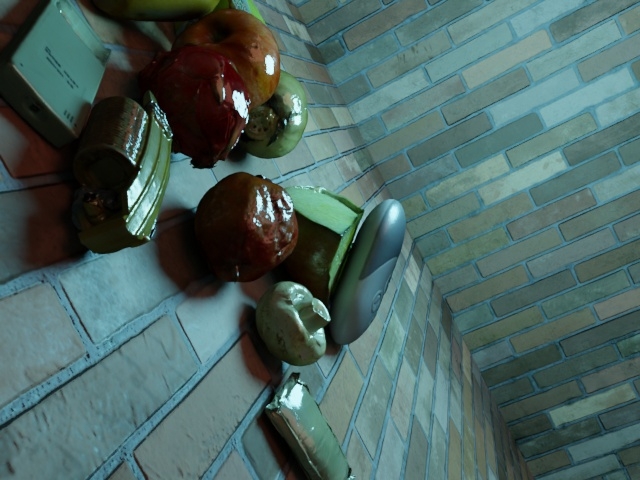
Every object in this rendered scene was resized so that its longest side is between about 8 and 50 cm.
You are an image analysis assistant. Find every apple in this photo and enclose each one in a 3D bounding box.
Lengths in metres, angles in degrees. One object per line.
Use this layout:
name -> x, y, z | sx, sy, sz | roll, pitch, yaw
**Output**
apple -> 0.000, 0.000, 1.325 | 0.254, 0.179, 0.346 | 60, 14, -6
apple -> -0.180, -0.329, 1.222 | 0.164, 0.210, 0.209 | 74, -1, -64

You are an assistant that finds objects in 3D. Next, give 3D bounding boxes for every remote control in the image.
remote control -> 0.101, 0.068, 1.410 | 0.221, 0.104, 0.332 | 48, 62, -79
remote control -> -0.345, -0.238, 0.867 | 0.123, 0.038, 0.285 | 54, 17, -37

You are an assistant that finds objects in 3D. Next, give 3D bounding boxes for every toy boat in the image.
toy boat -> -0.254, -0.103, 0.833 | 0.310, 0.089, 0.115 | -94, 164, -53

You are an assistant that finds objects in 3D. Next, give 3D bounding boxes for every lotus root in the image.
lotus root -> -0.109, -0.286, 1.426 | 0.182, 0.183, 0.310 | 58, 13, -21

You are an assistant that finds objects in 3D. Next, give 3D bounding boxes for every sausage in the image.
sausage -> -0.265, -0.447, 1.175 | 0.328, 0.112, 0.112 | -29, 93, -58

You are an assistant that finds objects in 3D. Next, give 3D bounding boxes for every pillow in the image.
pillow -> -0.012, 0.316, 1.025 | 0.208, 0.053, 0.119 | 62, 20, -7

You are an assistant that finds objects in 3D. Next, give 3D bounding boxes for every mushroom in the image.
mushroom -> -0.044, 0.139, 1.095 | 0.148, 0.112, 0.148 | 49, 17, -20

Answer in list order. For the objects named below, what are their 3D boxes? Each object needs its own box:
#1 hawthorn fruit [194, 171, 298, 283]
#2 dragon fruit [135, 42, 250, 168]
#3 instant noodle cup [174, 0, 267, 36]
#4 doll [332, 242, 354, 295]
hawthorn fruit -> -0.116, -0.022, 1.034 | 0.173, 0.173, 0.179 | 64, 15, -2
dragon fruit -> -0.200, -0.223, 1.060 | 0.209, 0.172, 0.172 | 57, 15, 4
instant noodle cup -> -0.207, -0.439, 1.403 | 0.205, 0.153, 0.205 | 57, 18, -30
doll -> 0.069, 0.080, 1.564 | 0.134, 0.106, 0.186 | 20, 62, -47
